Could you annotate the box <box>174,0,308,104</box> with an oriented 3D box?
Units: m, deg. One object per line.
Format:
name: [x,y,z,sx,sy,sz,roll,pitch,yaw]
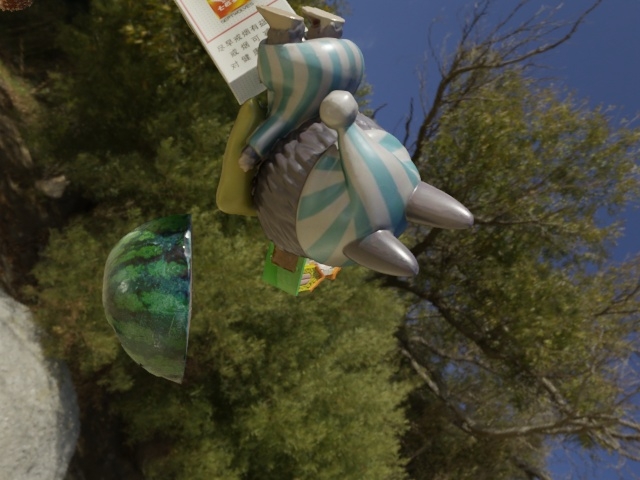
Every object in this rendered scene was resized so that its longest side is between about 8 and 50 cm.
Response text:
box: [-0.181,-0.499,1.263,0.330,0.210,0.095,57,-1,19]

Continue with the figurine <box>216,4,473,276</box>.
figurine: [0.068,-0.124,0.817,0.378,0.266,0.361,24,-59,28]

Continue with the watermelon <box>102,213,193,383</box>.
watermelon: [-0.413,0.135,1.319,0.292,0.222,0.319,-93,-168,-46]

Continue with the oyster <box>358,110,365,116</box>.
oyster: [0.083,-0.204,1.048,0.083,0.054,0.019,47,-37,-19]

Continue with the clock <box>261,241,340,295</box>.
clock: [0.000,0.000,1.350,0.106,0.255,0.219,23,-74,33]

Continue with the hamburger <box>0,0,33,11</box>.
hamburger: [-0.686,-0.622,1.215,0.237,0.147,0.236,-172,-90,-80]
